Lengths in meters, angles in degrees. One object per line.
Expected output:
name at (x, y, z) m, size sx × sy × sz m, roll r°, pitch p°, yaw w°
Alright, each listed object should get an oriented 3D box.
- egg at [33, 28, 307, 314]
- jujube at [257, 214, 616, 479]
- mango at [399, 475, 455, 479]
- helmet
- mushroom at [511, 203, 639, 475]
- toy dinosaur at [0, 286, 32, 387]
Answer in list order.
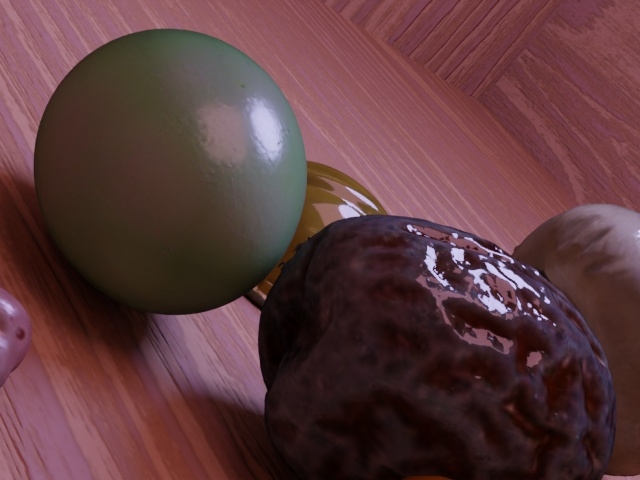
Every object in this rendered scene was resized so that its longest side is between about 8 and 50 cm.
egg at (-0.121, -0.056, 1.052) m, size 0.220 × 0.220 × 0.270 m, roll 33°, pitch 14°, yaw -23°
jujube at (0.099, 0.122, 1.036) m, size 0.308 × 0.246 × 0.215 m, roll 21°, pitch 19°, yaw -25°
mango at (0.100, 0.267, 0.892) m, size 0.144 × 0.112 × 0.219 m, roll -16°, pitch 72°, yaw -39°
helmet at (0.000, 0.000, 1.347) m, size 0.257 × 0.140 × 0.205 m, roll 37°, pitch 16°, yaw -2°
mushroom at (0.299, 0.097, 1.502) m, size 0.356 × 0.315 × 0.315 m, roll 32°, pitch 15°, yaw 7°
toy dinosaur at (-0.243, -0.015, 0.826) m, size 0.177 × 0.152 × 0.194 m, roll 40°, pitch 20°, yaw -33°
